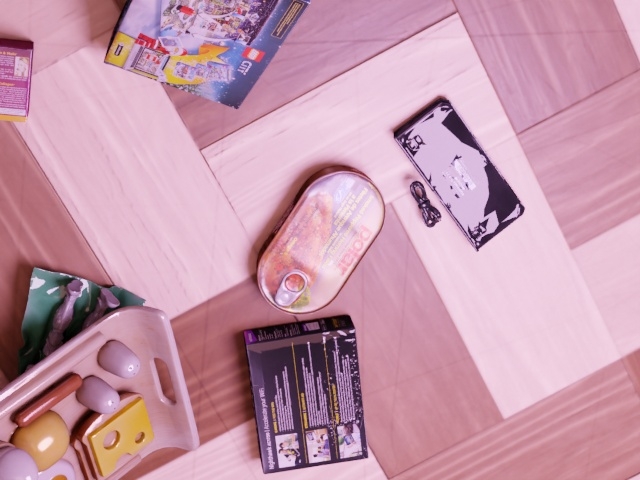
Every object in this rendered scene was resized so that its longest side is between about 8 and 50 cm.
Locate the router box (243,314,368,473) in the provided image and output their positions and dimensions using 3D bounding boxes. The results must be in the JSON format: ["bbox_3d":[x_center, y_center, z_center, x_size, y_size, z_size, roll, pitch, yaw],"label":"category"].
[{"bbox_3d":[-0.016,0.187,1.714,0.133,0.046,0.179,-8,110,-5],"label":"router box"}]

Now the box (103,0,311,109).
[{"bbox_3d":[-0.120,-0.230,1.468,0.159,0.233,0.044,18,62,-15],"label":"box"}]

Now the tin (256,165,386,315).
[{"bbox_3d":[0.000,0.000,1.655,0.106,0.040,0.190,32,102,-14],"label":"tin"}]

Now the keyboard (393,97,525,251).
[{"bbox_3d":[0.152,-0.069,1.662,0.108,0.023,0.180,-38,110,-1],"label":"keyboard"}]

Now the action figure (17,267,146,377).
[{"bbox_3d":[-0.308,0.155,1.653,0.137,0.063,0.232,19,109,-18],"label":"action figure"}]

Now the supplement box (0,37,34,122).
[{"bbox_3d":[-0.341,-0.175,1.535,0.055,0.043,0.083,6,109,-10],"label":"supplement box"}]

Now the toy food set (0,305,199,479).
[{"bbox_3d":[-0.270,0.240,1.581,0.306,0.092,0.220,-36,134,-31],"label":"toy food set"}]
